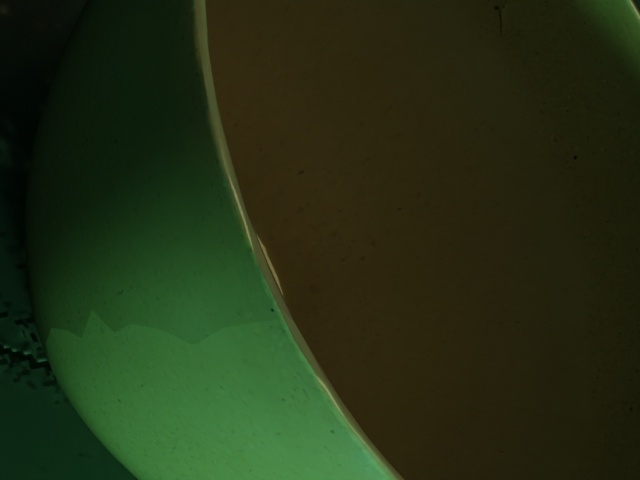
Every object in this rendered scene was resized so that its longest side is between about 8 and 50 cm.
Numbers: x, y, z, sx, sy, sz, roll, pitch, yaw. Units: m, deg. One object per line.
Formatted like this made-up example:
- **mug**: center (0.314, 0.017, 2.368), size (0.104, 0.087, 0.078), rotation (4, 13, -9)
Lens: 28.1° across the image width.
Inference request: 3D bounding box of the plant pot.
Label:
- **plant pot**: center (0.000, 0.000, 0.480), size (0.284, 0.191, 0.284), rotation (24, 55, -40)
